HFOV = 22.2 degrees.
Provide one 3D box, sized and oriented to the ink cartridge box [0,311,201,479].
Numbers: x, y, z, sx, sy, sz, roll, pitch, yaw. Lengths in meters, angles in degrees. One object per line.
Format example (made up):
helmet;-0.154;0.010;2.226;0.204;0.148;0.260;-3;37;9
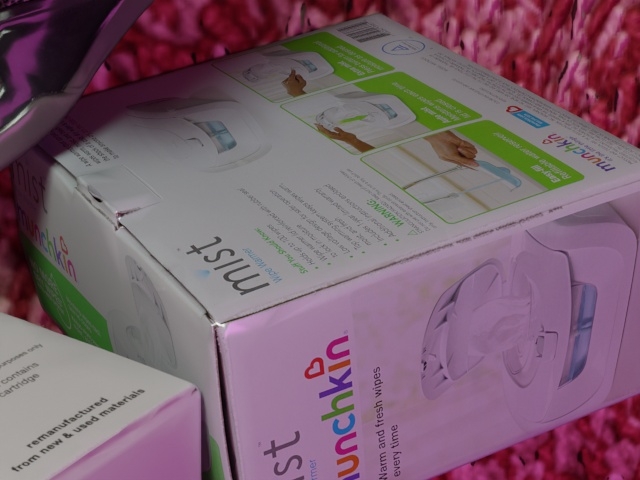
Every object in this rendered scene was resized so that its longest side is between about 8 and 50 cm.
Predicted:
ink cartridge box;-0.194;0.131;0.725;0.117;0.278;0.201;-30;129;-50

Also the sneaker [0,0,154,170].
sneaker;-0.147;-0.132;0.766;0.227;0.087;0.130;-51;125;-4

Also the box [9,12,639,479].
box;0.000;0.000;0.803;0.231;0.262;0.127;-20;121;-23
